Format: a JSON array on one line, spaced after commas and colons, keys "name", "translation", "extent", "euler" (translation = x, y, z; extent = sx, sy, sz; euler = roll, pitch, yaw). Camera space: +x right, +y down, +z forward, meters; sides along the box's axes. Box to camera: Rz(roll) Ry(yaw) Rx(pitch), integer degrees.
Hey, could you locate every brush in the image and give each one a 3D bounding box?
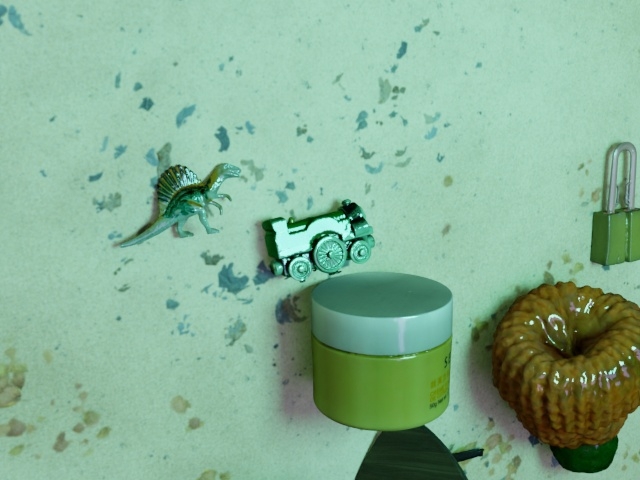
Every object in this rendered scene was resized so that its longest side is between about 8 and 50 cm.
[{"name": "brush", "translation": [0.573, -0.073, 1.513], "extent": [0.103, 0.047, 0.233], "euler": [-9, 105, -25]}]

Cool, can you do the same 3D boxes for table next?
[{"name": "table", "translation": [0.226, 0.480, 1.385], "extent": [0.249, 0.317, 0.317], "euler": [22, 92, -42]}]

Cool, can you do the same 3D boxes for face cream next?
[{"name": "face cream", "translation": [0.094, 0.166, 1.228], "extent": [0.218, 0.218, 0.179], "euler": [-8, 107, -25]}]

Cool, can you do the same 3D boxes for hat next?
[{"name": "hat", "translation": [0.444, 0.275, 1.465], "extent": [0.285, 0.285, 0.400], "euler": [-24, 139, -20]}]

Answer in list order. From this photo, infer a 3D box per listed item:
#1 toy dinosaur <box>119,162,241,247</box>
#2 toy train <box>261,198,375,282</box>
[{"name": "toy dinosaur", "translation": [-0.199, -0.056, 1.133], "extent": [0.187, 0.044, 0.106], "euler": [-9, 93, -12]}, {"name": "toy train", "translation": [0.000, 0.000, 1.229], "extent": [0.178, 0.071, 0.104], "euler": [-16, 98, -21]}]
